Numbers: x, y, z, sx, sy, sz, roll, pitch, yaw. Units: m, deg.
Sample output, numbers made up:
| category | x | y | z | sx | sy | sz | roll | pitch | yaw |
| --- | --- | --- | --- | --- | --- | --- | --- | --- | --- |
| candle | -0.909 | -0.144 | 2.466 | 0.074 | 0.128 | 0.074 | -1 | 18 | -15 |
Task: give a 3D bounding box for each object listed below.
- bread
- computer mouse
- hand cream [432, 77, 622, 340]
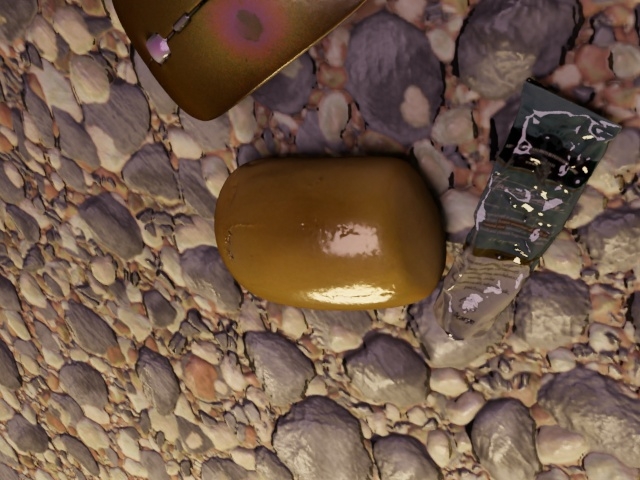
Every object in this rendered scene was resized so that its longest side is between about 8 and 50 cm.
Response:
| category | x | y | z | sx | sy | sz | roll | pitch | yaw |
| --- | --- | --- | --- | --- | --- | --- | --- | --- | --- |
| bread | 0.000 | 0.000 | 0.858 | 0.217 | 0.098 | 0.147 | -2 | 121 | 38 |
| computer mouse | -0.068 | -0.207 | 0.783 | 0.310 | 0.072 | 0.158 | -28 | 99 | 45 |
| hand cream | 0.151 | -0.011 | 0.783 | 0.075 | 0.052 | 0.247 | 18 | 126 | -3 |
